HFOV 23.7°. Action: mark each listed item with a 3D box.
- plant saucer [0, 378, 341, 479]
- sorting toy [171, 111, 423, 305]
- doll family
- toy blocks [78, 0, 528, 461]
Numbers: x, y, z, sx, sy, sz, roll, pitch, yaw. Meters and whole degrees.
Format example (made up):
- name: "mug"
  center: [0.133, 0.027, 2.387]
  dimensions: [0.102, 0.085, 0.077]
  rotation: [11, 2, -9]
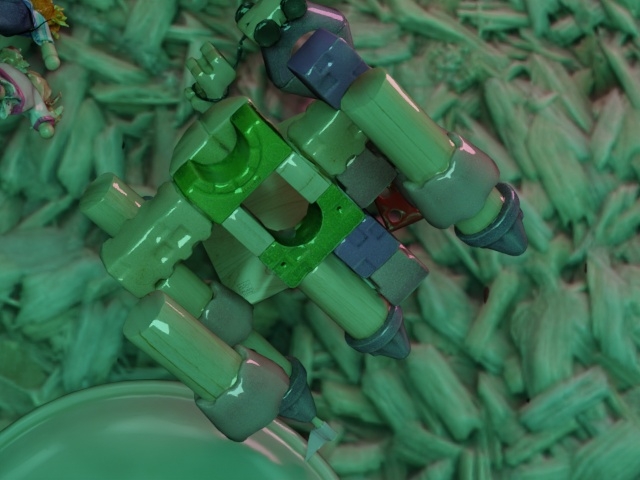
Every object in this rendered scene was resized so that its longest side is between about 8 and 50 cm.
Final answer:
- name: "plant saucer"
  center: [-0.143, 0.313, 1.241]
  dimensions: [0.400, 0.100, 0.400]
  rotation: [0, 85, -3]
- name: "sorting toy"
  center: [-0.034, -0.027, 1.326]
  dimensions: [0.274, 0.046, 0.132]
  rotation: [-26, 85, -6]
- name: "doll family"
  center: [-0.291, -0.209, 1.284]
  dimensions: [0.263, 0.163, 0.118]
  rotation: [43, 101, 8]
- name: "toy blocks"
  center: [0.000, 0.000, 1.219]
  dimensions: [0.288, 0.309, 0.260]
  rotation: [-46, 120, 4]
